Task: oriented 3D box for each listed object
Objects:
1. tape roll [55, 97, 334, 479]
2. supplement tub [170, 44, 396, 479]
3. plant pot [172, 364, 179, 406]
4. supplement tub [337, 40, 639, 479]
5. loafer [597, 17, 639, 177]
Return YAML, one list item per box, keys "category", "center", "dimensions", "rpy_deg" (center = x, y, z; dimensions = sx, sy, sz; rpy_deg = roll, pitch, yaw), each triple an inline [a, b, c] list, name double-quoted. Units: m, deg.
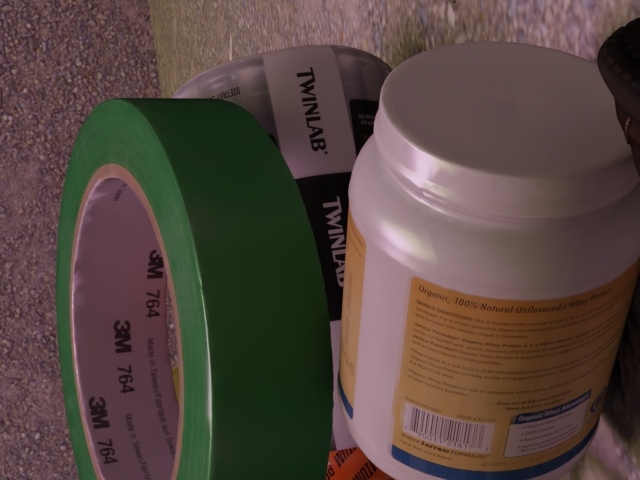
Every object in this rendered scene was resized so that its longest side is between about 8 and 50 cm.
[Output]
- category: "tape roll"
  center: [-0.098, 0.067, 0.728]
  dimensions: [0.321, 0.077, 0.321]
  rpy_deg: [10, 101, 62]
- category: "supplement tub"
  center: [-0.005, 0.030, 0.837]
  dimensions: [0.193, 0.193, 0.316]
  rpy_deg: [123, 137, -70]
- category: "plant pot"
  center: [-0.045, 0.297, 1.095]
  dimensions: [0.293, 0.275, 0.275]
  rpy_deg: [51, 150, 37]
- category: "supplement tub"
  center: [0.084, 0.017, 0.556]
  dimensions: [0.144, 0.144, 0.199]
  rpy_deg: [-113, 20, -49]
- category: "loafer"
  center: [0.165, -0.008, 0.381]
  dimensions: [0.220, 0.080, 0.078]
  rpy_deg: [-99, -14, -53]
